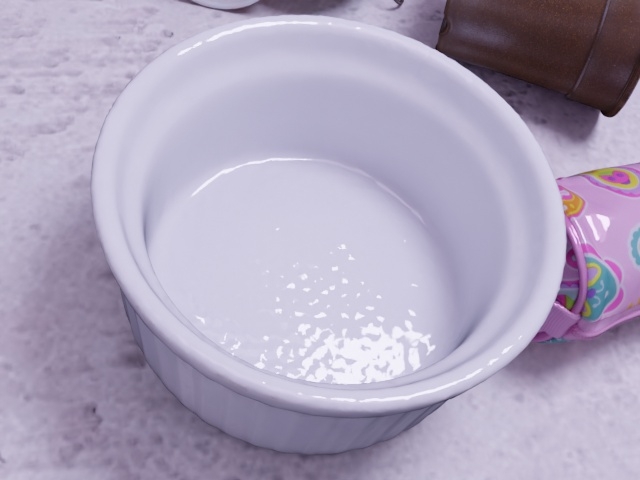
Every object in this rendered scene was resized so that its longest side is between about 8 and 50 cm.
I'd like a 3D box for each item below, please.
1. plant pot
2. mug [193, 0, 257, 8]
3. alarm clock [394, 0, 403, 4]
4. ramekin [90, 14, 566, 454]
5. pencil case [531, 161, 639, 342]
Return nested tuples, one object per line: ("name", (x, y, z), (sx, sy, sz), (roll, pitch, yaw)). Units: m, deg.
("plant pot", (0.193, -0.205, 0.668), (0.165, 0.167, 0.167), (13, 55, 6))
("mug", (-0.094, -0.315, 0.691), (0.150, 0.113, 0.169), (25, 50, -20))
("alarm clock", (0.026, -0.284, 0.685), (0.192, 0.064, 0.129), (42, 37, -40))
("ramekin", (0.000, 0.000, 0.496), (0.277, 0.135, 0.277), (5, 56, -8))
("pencil case", (0.266, -0.003, 0.566), (0.284, 0.124, 0.124), (-8, 60, -20))
